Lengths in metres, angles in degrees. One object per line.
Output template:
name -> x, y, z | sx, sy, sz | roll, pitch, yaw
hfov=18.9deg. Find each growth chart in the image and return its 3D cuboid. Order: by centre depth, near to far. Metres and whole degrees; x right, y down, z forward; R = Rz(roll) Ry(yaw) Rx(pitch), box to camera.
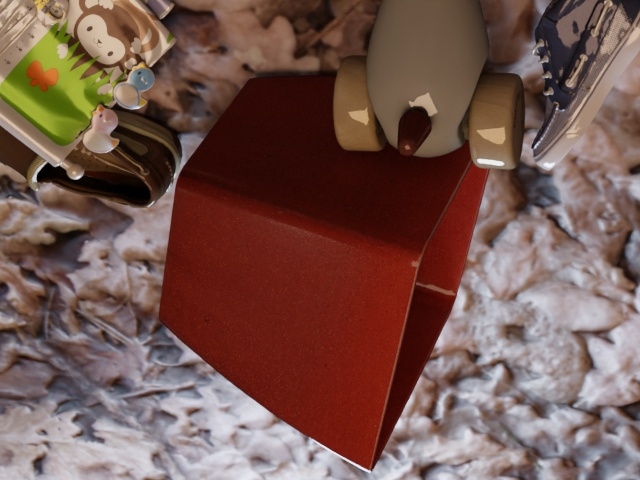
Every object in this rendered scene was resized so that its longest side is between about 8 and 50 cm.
growth chart -> -0.217, -0.185, 1.722 | 0.172, 0.021, 0.237 | 30, 102, -15

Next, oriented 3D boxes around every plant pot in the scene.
plant pot -> 0.000, 0.000, 1.742 | 0.236, 0.267, 0.267 | 19, 130, 11

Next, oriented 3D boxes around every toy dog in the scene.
toy dog -> 0.079, -0.197, 1.552 | 0.220, 0.161, 0.333 | -17, 103, 16

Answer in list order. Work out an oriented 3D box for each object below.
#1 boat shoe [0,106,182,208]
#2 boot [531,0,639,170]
boat shoe -> -0.261, -0.096, 1.804 | 0.257, 0.095, 0.095 | 14, 129, 0
boot -> 0.217, -0.154, 1.690 | 0.086, 0.069, 0.190 | 29, 120, -3
